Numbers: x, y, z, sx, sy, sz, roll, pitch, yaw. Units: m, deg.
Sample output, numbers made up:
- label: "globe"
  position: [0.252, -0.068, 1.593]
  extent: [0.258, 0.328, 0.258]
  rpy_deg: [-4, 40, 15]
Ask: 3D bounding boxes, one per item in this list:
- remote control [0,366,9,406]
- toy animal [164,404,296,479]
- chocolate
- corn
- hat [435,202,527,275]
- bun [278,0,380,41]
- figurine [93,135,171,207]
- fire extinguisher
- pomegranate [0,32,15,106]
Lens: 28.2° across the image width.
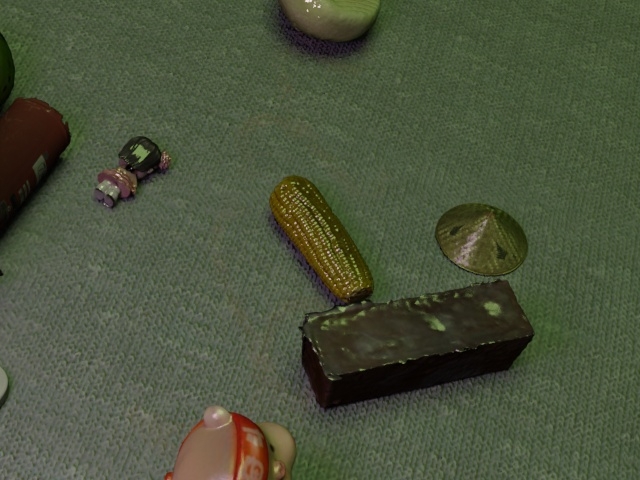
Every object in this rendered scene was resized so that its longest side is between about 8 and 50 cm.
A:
- label: "remote control"
  position: [-0.475, 0.248, 1.607]
  extent: [0.077, 0.022, 0.245]
  rpy_deg: [20, 50, 9]
- label: "toy animal"
  position: [-0.105, 0.295, 1.520]
  extent: [0.171, 0.197, 0.171]
  rpy_deg: [3, 53, -3]
- label: "chocolate"
  position: [0.122, 0.145, 1.748]
  extent: [0.321, 0.112, 0.112]
  rpy_deg: [-10, 54, -20]
- label: "corn"
  position: [0.000, 0.000, 1.869]
  extent: [0.080, 0.080, 0.231]
  rpy_deg: [-19, 58, -24]
- label: "hat"
  position: [0.252, -0.023, 1.939]
  extent: [0.146, 0.067, 0.146]
  rpy_deg: [5, 50, -6]
- label: "bun"
  position: [0.000, -0.423, 2.199]
  extent: [0.222, 0.127, 0.222]
  rpy_deg: [28, 41, -27]
- label: "figurine"
  position: [-0.284, -0.104, 1.917]
  extent: [0.072, 0.054, 0.129]
  rpy_deg: [31, 54, 10]
- label: "fire extinguisher"
  position: [-0.461, -0.056, 1.808]
  extent: [0.147, 0.106, 0.337]
  rpy_deg: [20, 51, 9]
- label: "pomegranate"
  position: [-0.551, -0.231, 1.903]
  extent: [0.202, 0.202, 0.247]
  rpy_deg: [-2, 82, -12]
